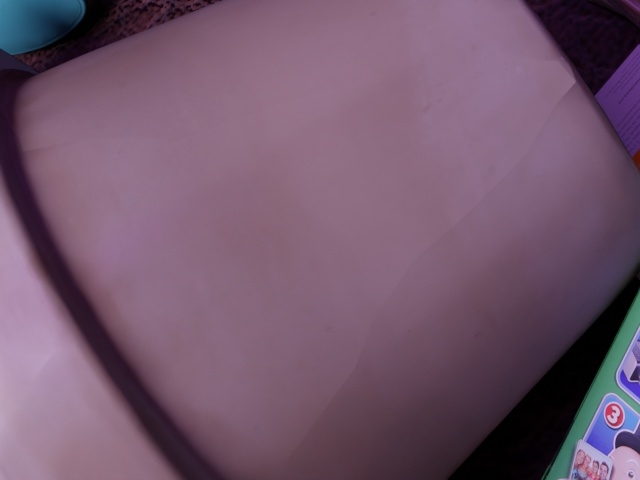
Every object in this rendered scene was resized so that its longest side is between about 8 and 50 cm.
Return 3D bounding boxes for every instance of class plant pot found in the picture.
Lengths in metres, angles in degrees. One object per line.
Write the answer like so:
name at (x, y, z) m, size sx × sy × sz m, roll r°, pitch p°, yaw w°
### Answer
plant pot at (0.000, 0.000, 0.626) m, size 0.280 × 0.323 × 0.323 m, roll -34°, pitch 54°, yaw 6°

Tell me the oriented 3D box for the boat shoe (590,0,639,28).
boat shoe at (0.207, -0.147, 0.656) m, size 0.109 × 0.098 × 0.302 m, roll -52°, pitch 51°, yaw 6°

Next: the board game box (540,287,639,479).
board game box at (0.237, 0.113, 0.481) m, size 0.317 × 0.046 × 0.214 m, roll 46°, pitch 123°, yaw 44°

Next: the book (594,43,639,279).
book at (0.187, -0.027, 0.665) m, size 0.096 × 0.035 × 0.144 m, roll -49°, pitch 51°, yaw 12°

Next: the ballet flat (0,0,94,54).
ballet flat at (-0.298, -0.191, 1.044) m, size 0.280 × 0.095 × 0.096 m, roll -18°, pitch 49°, yaw 29°

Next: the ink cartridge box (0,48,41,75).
ink cartridge box at (-0.286, -0.040, 0.927) m, size 0.212 × 0.154 × 0.093 m, roll -44°, pitch 54°, yaw 11°
